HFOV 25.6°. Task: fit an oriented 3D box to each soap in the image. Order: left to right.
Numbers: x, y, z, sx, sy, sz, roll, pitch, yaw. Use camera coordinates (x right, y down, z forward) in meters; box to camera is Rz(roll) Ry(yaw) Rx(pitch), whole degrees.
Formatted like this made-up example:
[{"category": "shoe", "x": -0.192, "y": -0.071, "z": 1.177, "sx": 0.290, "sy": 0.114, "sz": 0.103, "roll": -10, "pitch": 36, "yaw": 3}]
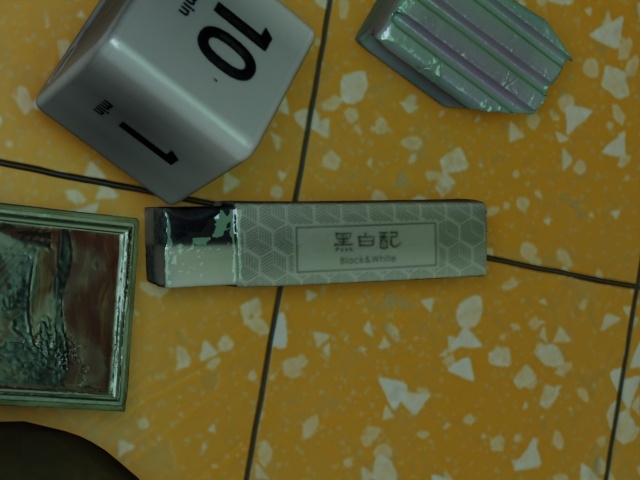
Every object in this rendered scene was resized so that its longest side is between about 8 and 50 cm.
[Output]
[{"category": "soap", "x": 0.178, "y": -0.239, "z": 1.720, "sx": 0.230, "sy": 0.091, "sz": 0.145, "roll": 34, "pitch": 82, "yaw": -20}]

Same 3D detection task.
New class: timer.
[{"category": "timer", "x": -0.155, "y": -0.185, "z": 1.508, "sx": 0.195, "sy": 0.194, "sz": 0.192, "roll": 37, "pitch": 57, "yaw": -18}]

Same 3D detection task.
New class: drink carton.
[{"category": "drink carton", "x": -0.330, "y": 0.061, "z": 1.533, "sx": 0.222, "sy": 0.071, "sz": 0.096, "roll": -2, "pitch": 91, "yaw": -22}]

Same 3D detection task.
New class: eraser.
[{"category": "eraser", "x": 0.000, "y": 0.000, "z": 1.651, "sx": 0.403, "sy": 0.096, "sz": 0.098, "roll": -2, "pitch": 93, "yaw": -22}]

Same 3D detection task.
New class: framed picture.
[{"category": "framed picture", "x": -0.324, "y": 0.066, "z": 1.476, "sx": 0.273, "sy": 0.016, "sz": 0.217, "roll": 6, "pitch": 82, "yaw": -26}]

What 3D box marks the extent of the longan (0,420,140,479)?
[{"category": "longan", "x": -0.319, "y": 0.378, "z": 1.400, "sx": 0.404, "sy": 0.336, "sz": 0.405, "roll": -22, "pitch": 121, "yaw": -42}]
